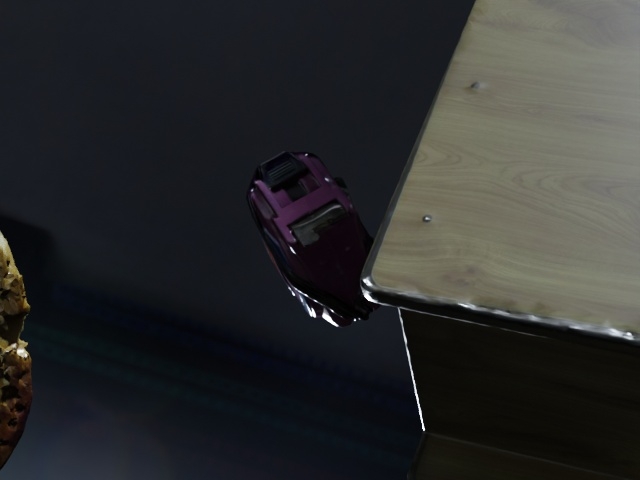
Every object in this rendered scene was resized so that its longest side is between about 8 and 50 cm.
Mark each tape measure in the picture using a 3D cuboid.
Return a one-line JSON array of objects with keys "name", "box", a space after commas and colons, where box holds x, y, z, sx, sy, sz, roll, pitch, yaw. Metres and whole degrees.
[{"name": "tape measure", "box": [0.000, 0.000, 1.078, 0.125, 0.074, 0.118, 58, -6, 46]}]

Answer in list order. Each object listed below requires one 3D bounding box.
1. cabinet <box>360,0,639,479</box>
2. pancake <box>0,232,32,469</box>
[{"name": "cabinet", "box": [0.122, 0.001, 0.691, 0.175, 0.148, 0.215, 76, 31, -51]}, {"name": "pancake", "box": [-0.328, 0.078, 0.978, 0.065, 0.356, 0.356, 2, -111, 38]}]
